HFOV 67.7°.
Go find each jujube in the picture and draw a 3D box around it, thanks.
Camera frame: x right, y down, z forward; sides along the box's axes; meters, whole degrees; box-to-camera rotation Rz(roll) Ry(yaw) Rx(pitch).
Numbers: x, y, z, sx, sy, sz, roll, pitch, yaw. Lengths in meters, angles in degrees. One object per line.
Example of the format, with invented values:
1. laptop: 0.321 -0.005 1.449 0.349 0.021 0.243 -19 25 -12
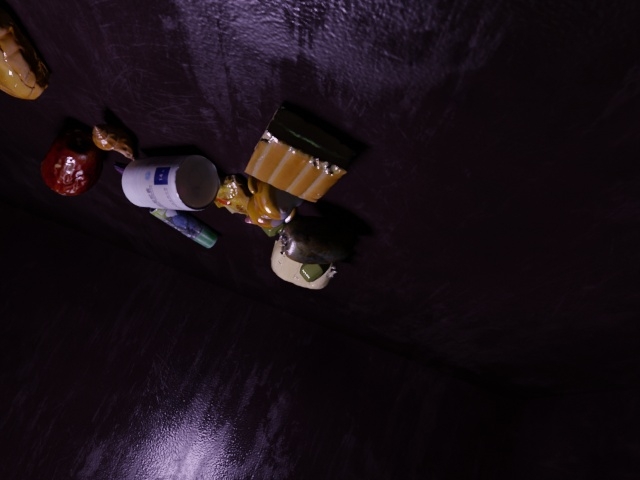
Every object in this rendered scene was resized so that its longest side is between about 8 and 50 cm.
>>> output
1. jujube: -0.945 -0.301 1.831 0.223 0.223 0.318 30 147 -20

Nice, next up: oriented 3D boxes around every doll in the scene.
1. doll: -0.153 -0.126 1.555 0.162 0.167 0.269 47 155 6

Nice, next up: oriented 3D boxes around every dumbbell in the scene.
1. dumbbell: -0.091 0.013 1.748 0.302 0.121 0.108 50 132 8

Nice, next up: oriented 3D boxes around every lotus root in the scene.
1. lotus root: 0.000 0.000 1.628 0.275 0.151 0.160 -5 141 -31

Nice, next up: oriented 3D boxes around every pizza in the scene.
1. pizza: -0.367 -0.162 1.796 0.288 0.075 0.280 12 156 24

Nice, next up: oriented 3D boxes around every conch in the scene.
1. conch: -0.710 -0.349 1.682 0.110 0.093 0.330 2 178 3

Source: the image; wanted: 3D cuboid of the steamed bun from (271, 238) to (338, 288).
1. steamed bun: -0.055 0.067 1.925 0.273 0.166 0.232 18 138 5

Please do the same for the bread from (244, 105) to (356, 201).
1. bread: -0.057 -0.222 1.294 0.239 0.110 0.246 24 157 -13

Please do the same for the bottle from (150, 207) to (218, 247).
1. bottle: -0.631 -0.079 2.229 0.093 0.093 0.330 -2 149 46

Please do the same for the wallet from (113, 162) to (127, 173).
1. wallet: -0.788 -0.266 2.015 0.111 0.030 0.166 13 158 20

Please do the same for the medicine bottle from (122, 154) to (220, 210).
1. medicine bottle: -0.537 -0.205 1.694 0.332 0.189 0.190 5 154 37

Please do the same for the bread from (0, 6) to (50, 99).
1. bread: -0.896 -0.530 1.344 0.167 0.132 0.294 28 161 4
